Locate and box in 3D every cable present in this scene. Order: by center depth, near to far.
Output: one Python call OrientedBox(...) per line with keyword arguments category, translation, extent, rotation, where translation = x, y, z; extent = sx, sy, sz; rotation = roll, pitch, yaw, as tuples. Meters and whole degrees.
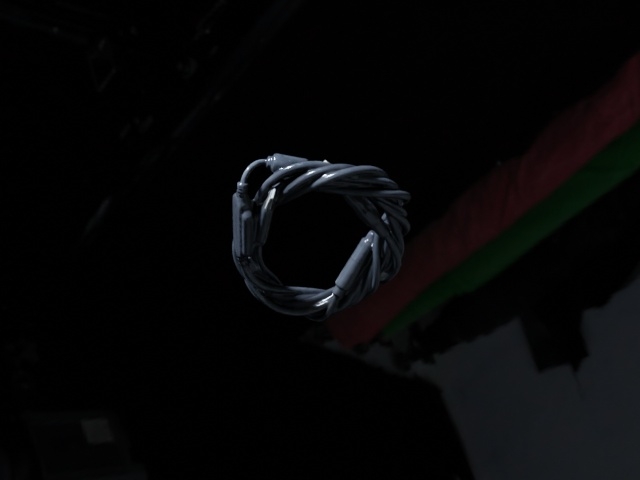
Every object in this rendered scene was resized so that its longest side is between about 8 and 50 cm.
OrientedBox(category="cable", translation=(0.000, 0.000, 0.796), extent=(0.150, 0.047, 0.184), rotation=(-3, -46, -6))
